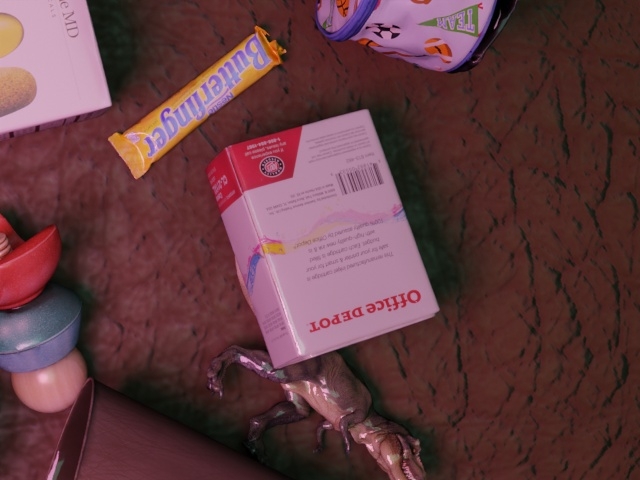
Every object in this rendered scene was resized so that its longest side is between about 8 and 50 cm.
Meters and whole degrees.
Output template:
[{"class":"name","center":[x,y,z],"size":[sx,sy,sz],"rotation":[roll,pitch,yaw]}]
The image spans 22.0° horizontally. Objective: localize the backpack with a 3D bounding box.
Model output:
[{"class":"backpack","center":[0.079,-0.266,1.253],"size":[0.213,0.276,0.263],"rotation":[11,96,-6]}]

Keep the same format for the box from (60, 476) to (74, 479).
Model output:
[{"class":"box","center":[-0.138,0.295,1.323],"size":[0.184,0.045,0.190],"rotation":[11,88,-13]}]

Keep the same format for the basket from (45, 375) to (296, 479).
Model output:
[{"class":"basket","center":[-0.095,0.231,1.238],"size":[0.227,0.154,0.204],"rotation":[18,75,-14]}]

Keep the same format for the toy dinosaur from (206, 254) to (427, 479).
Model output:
[{"class":"toy dinosaur","center":[-0.027,0.111,1.334],"size":[0.118,0.064,0.268],"rotation":[-37,93,-18]}]

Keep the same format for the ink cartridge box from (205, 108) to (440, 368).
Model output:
[{"class":"ink cartridge box","center":[0.000,0.000,1.301],"size":[0.127,0.072,0.175],"rotation":[-16,83,-23]}]

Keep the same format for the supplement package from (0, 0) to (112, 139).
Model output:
[{"class":"supplement package","center":[-0.293,-0.134,1.241],"size":[0.244,0.134,0.139],"rotation":[-15,94,-10]}]

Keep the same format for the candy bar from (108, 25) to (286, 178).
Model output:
[{"class":"candy bar","center":[-0.098,-0.115,1.336],"size":[0.161,0.018,0.040],"rotation":[-39,97,-7]}]

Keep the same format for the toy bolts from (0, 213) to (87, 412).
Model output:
[{"class":"toy bolts","center":[-0.290,0.096,1.255],"size":[0.228,0.218,0.158],"rotation":[-35,122,-31]}]
